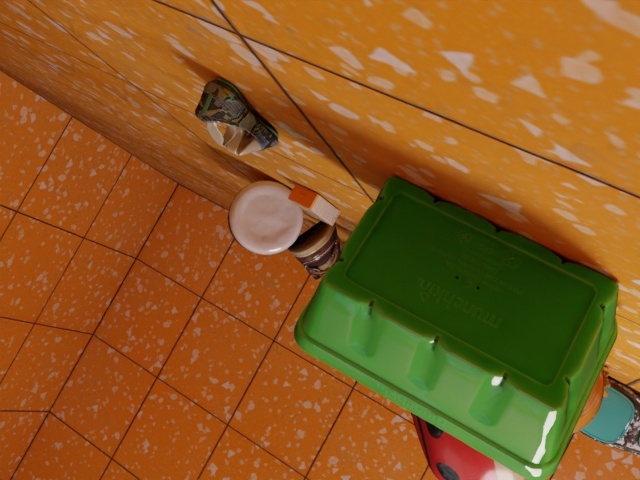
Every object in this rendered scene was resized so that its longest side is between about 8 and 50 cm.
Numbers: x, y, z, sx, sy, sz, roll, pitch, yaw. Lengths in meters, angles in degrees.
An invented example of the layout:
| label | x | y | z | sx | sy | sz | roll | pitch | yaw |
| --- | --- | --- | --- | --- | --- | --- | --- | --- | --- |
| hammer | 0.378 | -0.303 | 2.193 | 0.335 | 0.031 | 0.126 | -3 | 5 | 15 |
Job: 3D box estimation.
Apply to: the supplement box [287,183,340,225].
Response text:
| label | x | y | z | sx | sy | sz | roll | pitch | yaw |
| --- | --- | --- | --- | --- | --- | --- | --- | --- | --- |
| supplement box | -0.012 | -0.070 | 1.409 | 0.062 | 0.036 | 0.098 | 27 | 176 | 35 |

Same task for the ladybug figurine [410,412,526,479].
| label | x | y | z | sx | sy | sz | roll | pitch | yaw |
| --- | --- | --- | --- | --- | --- | --- | --- | --- | --- |
| ladybug figurine | 0.249 | 0.277 | 1.310 | 0.161 | 0.449 | 0.305 | -12 | 166 | -6 |

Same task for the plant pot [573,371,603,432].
| label | x | y | z | sx | sy | sz | roll | pitch | yaw |
| --- | --- | --- | --- | --- | --- | --- | --- | --- | --- |
| plant pot | 0.413 | 0.233 | 1.304 | 0.205 | 0.205 | 0.188 | 26 | 160 | 32 |

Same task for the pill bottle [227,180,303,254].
| label | x | y | z | sx | sy | sz | roll | pitch | yaw |
| --- | --- | --- | --- | --- | --- | --- | --- | --- | --- |
| pill bottle | -0.132 | -0.050 | 1.629 | 0.162 | 0.162 | 0.278 | 29 | 177 | -7 |

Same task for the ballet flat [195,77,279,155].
| label | x | y | z | sx | sy | sz | roll | pitch | yaw |
| --- | --- | --- | --- | --- | --- | --- | --- | --- | --- |
| ballet flat | -0.111 | -0.146 | 0.921 | 0.070 | 0.070 | 0.188 | 27 | 176 | 23 |

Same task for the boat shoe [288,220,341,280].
| label | x | y | z | sx | sy | sz | roll | pitch | yaw |
| --- | --- | --- | --- | --- | --- | --- | --- | --- | --- |
| boat shoe | 0.005 | 0.028 | 1.664 | 0.123 | 0.123 | 0.342 | 56 | 179 | -3 |

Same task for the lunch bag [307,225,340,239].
| label | x | y | z | sx | sy | sz | roll | pitch | yaw |
| --- | --- | --- | --- | --- | --- | --- | --- | --- | --- |
| lunch bag | 0.000 | 0.000 | 2.006 | 0.098 | 0.067 | 0.065 | 31 | 175 | -11 |

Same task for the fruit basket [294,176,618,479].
| label | x | y | z | sx | sy | sz | roll | pitch | yaw |
| --- | --- | --- | --- | --- | --- | --- | --- | --- | --- |
| fruit basket | 0.183 | 0.111 | 0.942 | 0.392 | 0.283 | 0.392 | 29 | 159 | 13 |

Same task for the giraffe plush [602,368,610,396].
| label | x | y | z | sx | sy | sz | roll | pitch | yaw |
| --- | --- | --- | --- | --- | --- | --- | --- | --- | --- |
| giraffe plush | 0.563 | 0.312 | 1.622 | 0.170 | 0.181 | 0.210 | 18 | 140 | 7 |

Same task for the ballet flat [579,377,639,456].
| label | x | y | z | sx | sy | sz | roll | pitch | yaw |
| --- | --- | --- | --- | --- | --- | --- | --- | --- | --- |
| ballet flat | 0.791 | 0.454 | 1.789 | 0.482 | 0.164 | 0.182 | 26 | -164 | 14 |
